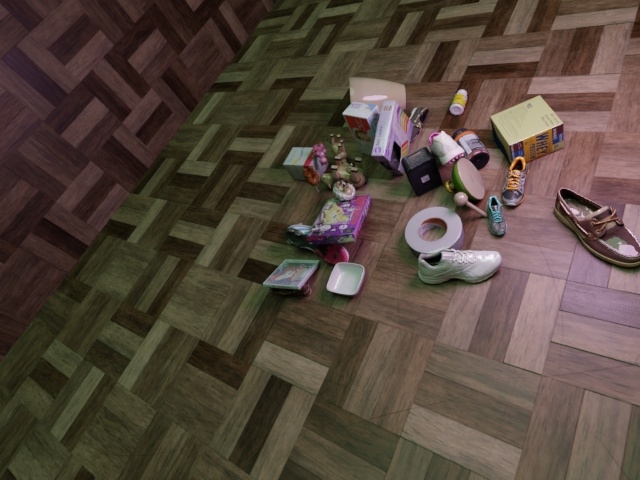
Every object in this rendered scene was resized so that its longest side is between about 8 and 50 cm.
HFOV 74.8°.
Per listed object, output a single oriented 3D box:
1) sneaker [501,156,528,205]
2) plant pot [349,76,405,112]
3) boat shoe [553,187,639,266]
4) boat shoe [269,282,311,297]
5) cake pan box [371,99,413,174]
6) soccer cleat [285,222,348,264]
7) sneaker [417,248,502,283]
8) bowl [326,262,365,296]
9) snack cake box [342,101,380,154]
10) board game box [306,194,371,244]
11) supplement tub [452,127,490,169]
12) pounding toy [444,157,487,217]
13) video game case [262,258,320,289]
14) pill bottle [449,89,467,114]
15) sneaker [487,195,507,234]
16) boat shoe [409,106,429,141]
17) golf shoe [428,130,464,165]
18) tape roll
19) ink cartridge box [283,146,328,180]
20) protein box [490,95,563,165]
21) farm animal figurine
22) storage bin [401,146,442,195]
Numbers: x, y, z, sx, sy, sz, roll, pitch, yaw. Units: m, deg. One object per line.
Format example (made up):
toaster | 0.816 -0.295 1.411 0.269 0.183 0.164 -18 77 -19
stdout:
sneaker | 0.750 -0.229 1.617 0.084 0.083 0.214 6 62 31
plant pot | 0.293 -0.719 2.143 0.274 0.256 0.256 -4 54 7
boat shoe | 0.908 -0.057 1.373 0.123 0.123 0.342 -31 48 6
boat shoe | -0.140 0.202 1.807 0.207 0.073 0.073 -5 59 28
cake pan box | 0.322 -0.445 1.859 0.070 0.246 0.266 8 81 35
soccer cleat | 0.000 0.000 1.851 0.331 0.116 0.143 24 33 24
sneaker | 0.492 0.084 1.500 0.297 0.129 0.111 -12 50 20
bowl | 0.111 0.164 1.706 0.142 0.053 0.142 6 61 33
snack cake box | 0.230 -0.525 1.999 0.152 0.264 0.089 26 72 39
board game box | 0.087 -0.094 1.808 0.208 0.056 0.347 0 32 18
supplement tub | 0.635 -0.397 1.789 0.106 0.106 0.197 -24 48 12
pounding toy | 0.560 -0.204 1.671 0.110 0.183 0.236 -28 46 44
video game case | -0.123 0.143 1.813 0.184 0.023 0.201 0 30 29
pill bottle | 0.661 -0.661 1.993 0.065 0.065 0.116 7 61 33
sneaker | 0.658 -0.098 1.575 0.065 0.076 0.166 -14 52 21
boat shoe | 0.464 -0.562 2.019 0.069 0.081 0.227 4 57 36
golf shoe | 0.503 -0.388 1.732 0.115 0.140 0.306 -36 6 8
tape roll | 0.447 -0.025 1.643 0.219 0.072 0.219 -14 52 19
ink cartridge box | -0.076 -0.395 2.168 0.176 0.128 0.127 10 62 34
protein box | 0.829 -0.438 1.687 0.201 0.136 0.199 -22 49 15
farm animal figurine | 0.086 -0.334 2.018 0.327 0.172 0.330 24 60 26
storage bin | 0.430 -0.289 1.772 0.122 0.180 0.084 -27 48 11
